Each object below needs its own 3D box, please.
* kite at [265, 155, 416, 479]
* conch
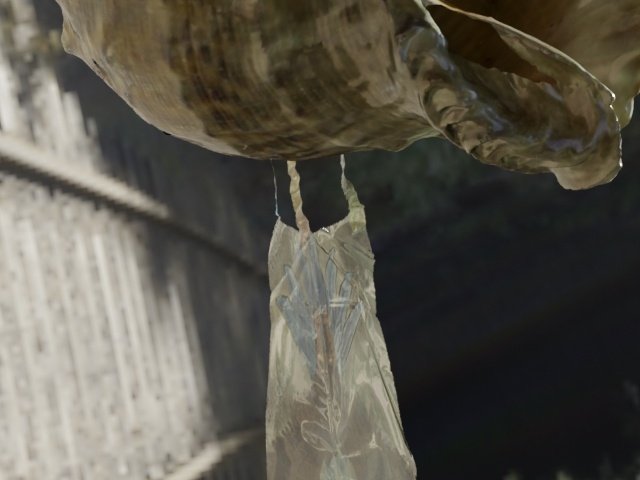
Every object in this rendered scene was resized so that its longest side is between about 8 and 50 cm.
[{"bbox_3d":[0.002,0.000,0.917,0.169,0.015,0.310,-174,-102,-65],"label":"kite"},{"bbox_3d":[0.011,-0.090,0.578,0.155,0.207,0.130,-61,159,-8],"label":"conch"}]
